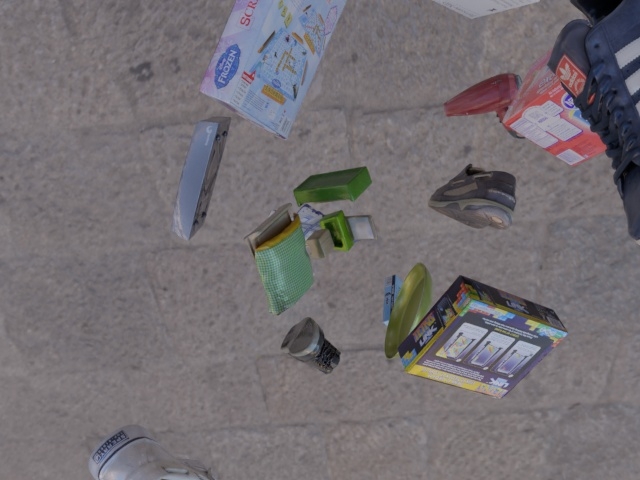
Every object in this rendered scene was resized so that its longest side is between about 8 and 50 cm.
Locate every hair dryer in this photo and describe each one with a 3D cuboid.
[{"bbox_3d":[0.447,-0.315,1.543,0.293,0.080,0.224,8,146,-4],"label":"hair dryer"}]

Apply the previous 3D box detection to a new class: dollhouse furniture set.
[{"bbox_3d":[0.000,0.000,1.329,0.151,0.301,0.198,-3,118,34],"label":"dollhouse furniture set"}]

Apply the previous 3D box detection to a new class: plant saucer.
[{"bbox_3d":[0.213,0.171,1.484,0.037,0.241,0.241,20,125,-5],"label":"plant saucer"}]

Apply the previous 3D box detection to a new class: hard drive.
[{"bbox_3d":[-0.254,-0.139,1.340,0.054,0.172,0.255,17,105,-3],"label":"hard drive"}]

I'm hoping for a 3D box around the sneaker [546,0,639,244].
[{"bbox_3d":[0.324,-0.158,0.691,0.148,0.350,0.131,11,153,4],"label":"sneaker"}]

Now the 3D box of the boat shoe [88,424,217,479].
[{"bbox_3d":[-0.217,0.420,0.993,0.136,0.156,0.367,-41,145,-19],"label":"boat shoe"}]

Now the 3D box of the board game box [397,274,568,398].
[{"bbox_3d":[0.209,0.130,0.816,0.170,0.048,0.141,21,122,-26],"label":"board game box"}]

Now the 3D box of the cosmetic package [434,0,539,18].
[{"bbox_3d":[0.347,-0.574,1.310,0.151,0.183,0.151,7,89,-37],"label":"cosmetic package"}]

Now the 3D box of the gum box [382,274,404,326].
[{"bbox_3d":[0.254,0.215,1.853,0.041,0.157,0.184,-24,131,33],"label":"gum box"}]

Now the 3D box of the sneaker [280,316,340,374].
[{"bbox_3d":[-0.001,0.219,1.276,0.118,0.083,0.222,30,167,-8],"label":"sneaker"}]

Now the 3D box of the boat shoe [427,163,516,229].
[{"bbox_3d":[0.372,-0.106,1.500,0.132,0.355,0.130,25,90,-15],"label":"boat shoe"}]

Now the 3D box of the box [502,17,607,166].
[{"bbox_3d":[0.431,-0.246,0.958,0.154,0.142,0.300,29,166,-4],"label":"box"}]

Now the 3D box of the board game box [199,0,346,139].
[{"bbox_3d":[-0.072,-0.370,1.157,0.066,0.318,0.318,25,93,13],"label":"board game box"}]

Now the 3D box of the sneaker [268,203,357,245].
[{"bbox_3d":[-0.009,-0.042,1.752,0.296,0.112,0.131,-5,84,5],"label":"sneaker"}]
